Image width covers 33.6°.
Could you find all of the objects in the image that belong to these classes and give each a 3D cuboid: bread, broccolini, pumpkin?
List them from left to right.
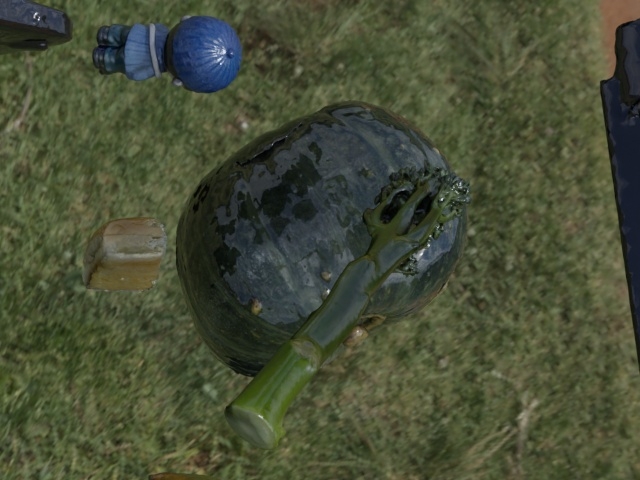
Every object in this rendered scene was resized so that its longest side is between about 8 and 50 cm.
[{"bbox_3d":[-0.281,0.018,1.523,0.106,0.125,0.082,8,56,-24],"label":"bread"},{"bbox_3d":[0.000,0.000,1.176,0.327,0.291,0.257,-21,72,-13],"label":"pumpkin"},{"bbox_3d":[0.029,0.041,0.797,0.392,0.079,0.074,-47,121,-52],"label":"broccolini"}]

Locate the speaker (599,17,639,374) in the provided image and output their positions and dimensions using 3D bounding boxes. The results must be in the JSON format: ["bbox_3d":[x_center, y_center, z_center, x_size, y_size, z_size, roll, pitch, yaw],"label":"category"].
[{"bbox_3d":[0.283,-0.005,0.558,0.184,0.232,0.254,-25,107,-70],"label":"speaker"}]

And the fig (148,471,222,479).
[{"bbox_3d":[-0.167,0.498,1.496,0.343,0.343,0.343,10,64,-21],"label":"fig"}]

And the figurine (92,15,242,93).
[{"bbox_3d":[-0.136,-0.173,0.948,0.136,0.079,0.077,9,75,4],"label":"figurine"}]

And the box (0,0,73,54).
[{"bbox_3d":[-0.640,-0.370,1.745,0.359,0.350,0.091,5,88,-52],"label":"box"}]
